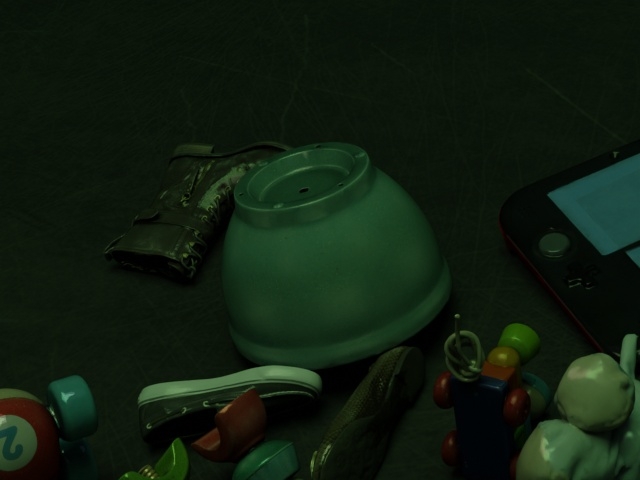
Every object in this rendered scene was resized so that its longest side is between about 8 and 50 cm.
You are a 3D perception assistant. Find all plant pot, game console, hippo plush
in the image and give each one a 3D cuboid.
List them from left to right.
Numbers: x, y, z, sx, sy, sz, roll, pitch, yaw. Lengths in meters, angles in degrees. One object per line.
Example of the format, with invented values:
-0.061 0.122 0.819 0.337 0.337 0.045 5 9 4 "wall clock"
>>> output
0.000 0.000 1.945 0.293 0.196 0.293 -14 27 7 "plant pot"
0.342 0.257 1.608 0.237 0.234 0.294 29 10 20 "hippo plush"
0.456 -0.013 1.980 0.387 0.060 0.342 -23 39 -11 "game console"

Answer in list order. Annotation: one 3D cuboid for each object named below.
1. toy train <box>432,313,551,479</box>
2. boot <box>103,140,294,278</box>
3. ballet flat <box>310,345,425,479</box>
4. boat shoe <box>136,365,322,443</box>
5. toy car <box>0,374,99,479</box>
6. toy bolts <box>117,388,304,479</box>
0.198 0.140 1.718 0.105 0.248 0.143 11 40 28 "toy train"
-0.148 -0.032 2.178 0.263 0.091 0.229 2 46 25 "boot"
0.048 0.209 1.814 0.058 0.084 0.250 -1 36 34 "ballet flat"
-0.110 0.205 1.869 0.229 0.080 0.076 -5 56 5 "boat shoe"
-0.326 0.305 1.722 0.219 0.210 0.238 -17 49 -23 "toy car"
-0.117 0.301 1.725 0.228 0.218 0.158 -33 77 -36 "toy bolts"
